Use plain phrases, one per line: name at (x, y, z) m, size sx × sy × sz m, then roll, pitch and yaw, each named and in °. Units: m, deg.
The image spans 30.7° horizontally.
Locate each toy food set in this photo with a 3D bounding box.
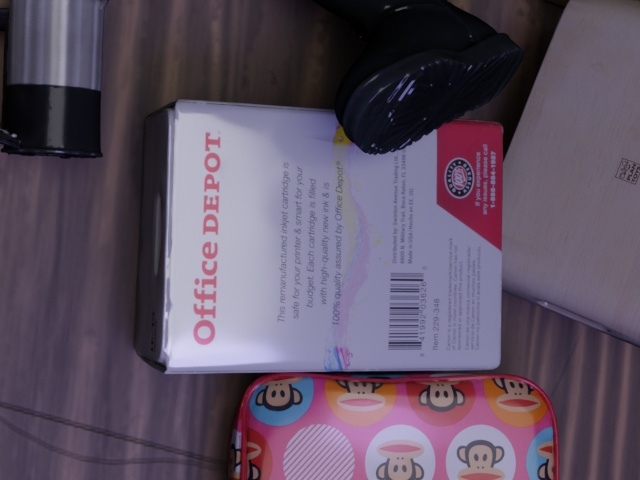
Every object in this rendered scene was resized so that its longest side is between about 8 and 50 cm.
toy food set at (0.291, -0.063, 1.082) m, size 0.219 × 0.092 × 0.306 m, roll 23°, pitch 99°, yaw 20°

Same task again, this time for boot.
boot at (0.035, -0.182, 0.987) m, size 0.207 × 0.094 × 0.246 m, roll 42°, pitch 38°, yaw 18°

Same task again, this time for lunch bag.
lunch bag at (0.064, 0.246, 1.025) m, size 0.293 × 0.120 × 0.258 m, roll 3°, pitch 77°, yaw -7°

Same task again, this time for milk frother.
milk frother at (-0.236, -0.136, 0.939) m, size 0.129 × 0.143 × 0.135 m, roll 1°, pitch 92°, yaw -12°

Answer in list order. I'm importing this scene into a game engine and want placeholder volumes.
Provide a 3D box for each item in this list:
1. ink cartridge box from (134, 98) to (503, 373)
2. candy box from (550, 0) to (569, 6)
ink cartridge box at (0.000, 0.000, 1.031) m, size 0.306 × 0.131 × 0.226 m, roll 3°, pitch 89°, yaw -19°
candy box at (0.385, -0.297, 1.189) m, size 0.316 × 0.087 × 0.183 m, roll 14°, pitch 85°, yaw -19°
